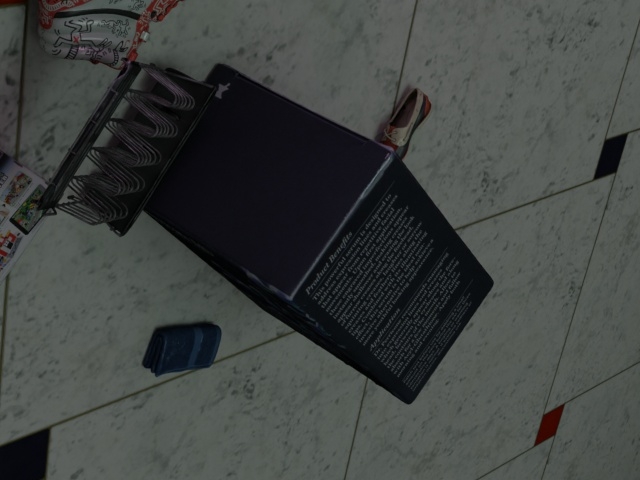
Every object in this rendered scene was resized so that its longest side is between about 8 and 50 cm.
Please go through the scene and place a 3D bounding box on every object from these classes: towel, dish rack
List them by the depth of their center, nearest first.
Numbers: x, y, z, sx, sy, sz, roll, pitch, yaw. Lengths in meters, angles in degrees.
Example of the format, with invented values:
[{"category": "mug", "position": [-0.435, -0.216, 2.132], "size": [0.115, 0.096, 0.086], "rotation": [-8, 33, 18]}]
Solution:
[{"category": "dish rack", "position": [-0.213, -0.102, 1.462], "size": [0.208, 0.074, 0.271], "rotation": [-58, 179, 5]}, {"category": "towel", "position": [-0.184, 0.148, 1.830], "size": [0.119, 0.029, 0.067], "rotation": [-1, 115, -51]}]

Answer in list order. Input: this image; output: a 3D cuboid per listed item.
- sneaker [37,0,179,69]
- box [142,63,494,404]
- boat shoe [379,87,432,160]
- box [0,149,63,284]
[{"category": "sneaker", "position": [-0.189, -0.270, 1.454], "size": [0.270, 0.090, 0.145], "rotation": [-17, 129, -40]}, {"category": "box", "position": [0.000, 0.000, 1.715], "size": [0.212, 0.293, 0.395], "rotation": [-54, 145, -7]}, {"category": "boat shoe", "position": [0.114, -0.159, 1.956], "size": [0.137, 0.049, 0.043], "rotation": [-55, 143, -9]}, {"category": "box", "position": [-0.380, 0.004, 1.465], "size": [0.207, 0.036, 0.114], "rotation": [-56, 146, -5]}]
